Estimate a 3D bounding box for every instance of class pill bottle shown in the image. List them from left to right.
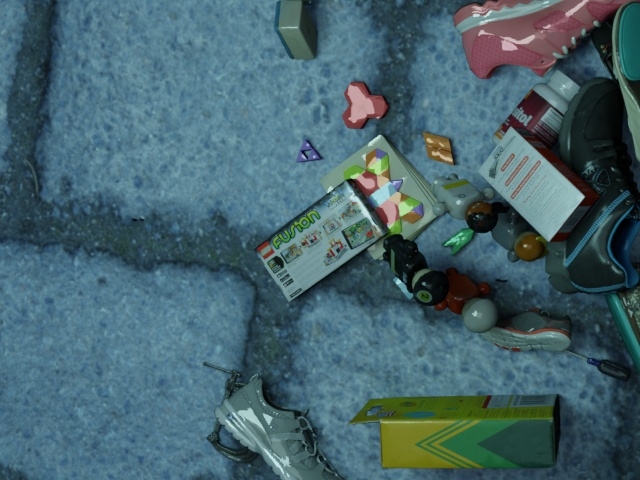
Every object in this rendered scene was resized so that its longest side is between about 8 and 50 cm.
[{"bbox_3d":[0.351,-0.194,1.870,0.086,0.086,0.152,40,100,8],"label":"pill bottle"}]

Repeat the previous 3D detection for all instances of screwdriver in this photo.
[{"bbox_3d":[0.421,0.191,1.912,0.170,0.024,0.025,18,69,13],"label":"screwdriver"}]

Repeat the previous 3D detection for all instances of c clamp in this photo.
[{"bbox_3d":[-0.154,0.303,2.054,0.137,0.022,0.160,13,95,6],"label":"c clamp"}]

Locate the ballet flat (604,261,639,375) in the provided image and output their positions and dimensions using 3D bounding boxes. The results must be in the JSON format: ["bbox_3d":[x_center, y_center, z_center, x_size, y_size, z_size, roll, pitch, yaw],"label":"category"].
[{"bbox_3d":[0.583,0.258,1.817,0.182,0.164,0.482,-14,87,4],"label":"ballet flat"}]

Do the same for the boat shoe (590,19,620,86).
[{"bbox_3d":[0.466,-0.300,1.860,0.049,0.042,0.133,-28,85,17],"label":"boat shoe"}]

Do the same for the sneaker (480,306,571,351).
[{"bbox_3d":[0.337,0.141,1.919,0.158,0.061,0.065,5,55,24],"label":"sneaker"}]

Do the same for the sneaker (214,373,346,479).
[{"bbox_3d":[-0.043,0.342,1.984,0.281,0.105,0.115,40,89,-1],"label":"sneaker"}]

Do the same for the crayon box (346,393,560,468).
[{"bbox_3d":[0.218,0.303,1.875,0.318,0.202,0.081,-2,93,14],"label":"crayon box"}]

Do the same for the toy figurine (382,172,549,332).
[{"bbox_3d":[0.230,0.021,1.837,0.209,0.213,0.148,-51,40,9],"label":"toy figurine"}]

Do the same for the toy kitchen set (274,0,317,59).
[{"bbox_3d":[-0.091,-0.420,1.962,0.166,0.122,0.207,2,74,13],"label":"toy kitchen set"}]

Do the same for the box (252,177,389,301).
[{"bbox_3d":[0.000,0.000,1.967,0.207,0.036,0.114,-35,86,18],"label":"box"}]

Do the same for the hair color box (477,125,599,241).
[{"bbox_3d":[0.329,-0.086,1.783,0.167,0.053,0.093,49,119,27],"label":"hair color box"}]

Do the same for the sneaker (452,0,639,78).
[{"bbox_3d":[0.370,-0.329,1.845,0.314,0.116,0.136,-8,94,24],"label":"sneaker"}]

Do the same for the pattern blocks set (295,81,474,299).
[{"bbox_3d":[0.103,-0.076,1.966,0.325,0.026,0.285,40,101,7],"label":"pattern blocks set"}]

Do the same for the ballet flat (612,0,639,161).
[{"bbox_3d":[0.479,-0.231,1.764,0.086,0.086,0.248,-13,85,14],"label":"ballet flat"}]

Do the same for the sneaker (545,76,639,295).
[{"bbox_3d":[0.445,-0.082,1.806,0.140,0.125,0.340,4,89,47],"label":"sneaker"}]
